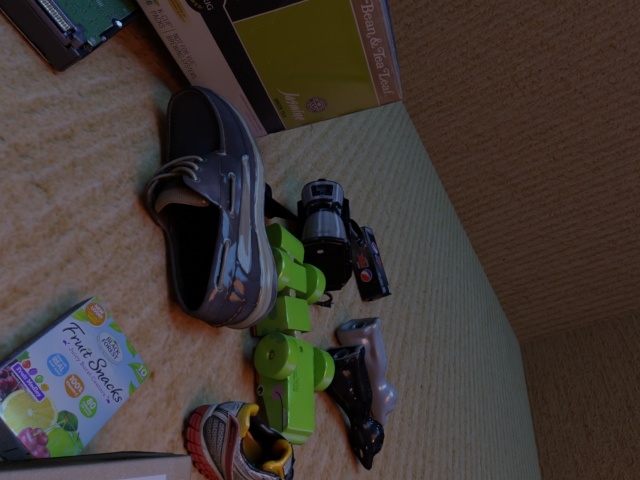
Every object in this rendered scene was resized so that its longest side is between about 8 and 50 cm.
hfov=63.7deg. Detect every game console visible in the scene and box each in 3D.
[{"bbox_3d":[-0.098,-0.089,0.895,0.122,0.071,0.107,37,38,-49],"label":"game console"}]

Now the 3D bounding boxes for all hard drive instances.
[{"bbox_3d":[-0.332,-0.391,0.680,0.237,0.064,0.339,53,27,-29],"label":"hard drive"}]

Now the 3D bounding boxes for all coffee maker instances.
[{"bbox_3d":[0.000,0.000,0.978,0.120,0.171,0.178,16,39,-13],"label":"coffee maker"}]

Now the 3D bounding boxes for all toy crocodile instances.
[{"bbox_3d":[-0.057,0.126,0.774,0.115,0.105,0.341,28,49,-50],"label":"toy crocodile"}]

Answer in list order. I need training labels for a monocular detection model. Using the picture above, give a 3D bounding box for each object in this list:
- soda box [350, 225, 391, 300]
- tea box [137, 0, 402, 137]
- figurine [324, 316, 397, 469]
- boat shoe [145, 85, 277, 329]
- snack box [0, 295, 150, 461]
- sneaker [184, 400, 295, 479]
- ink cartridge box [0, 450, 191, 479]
[{"bbox_3d":[0.111,0.056,1.217,0.053,0.060,0.169,15,57,-59],"label":"soda box"},{"bbox_3d":[-0.062,-0.368,0.807,0.329,0.323,0.220,62,23,-54],"label":"tea box"},{"bbox_3d":[0.083,0.273,0.957,0.215,0.092,0.210,-35,109,-66],"label":"figurine"},{"bbox_3d":[-0.151,-0.059,0.686,0.130,0.132,0.356,14,56,-61],"label":"boat shoe"},{"bbox_3d":[-0.231,0.129,0.467,0.100,0.037,0.141,62,25,-14],"label":"snack box"},{"bbox_3d":[-0.066,0.286,0.607,0.225,0.092,0.088,60,25,-17],"label":"sneaker"},{"bbox_3d":[-0.199,0.244,0.330,0.234,0.088,0.194,28,56,-55],"label":"ink cartridge box"}]
